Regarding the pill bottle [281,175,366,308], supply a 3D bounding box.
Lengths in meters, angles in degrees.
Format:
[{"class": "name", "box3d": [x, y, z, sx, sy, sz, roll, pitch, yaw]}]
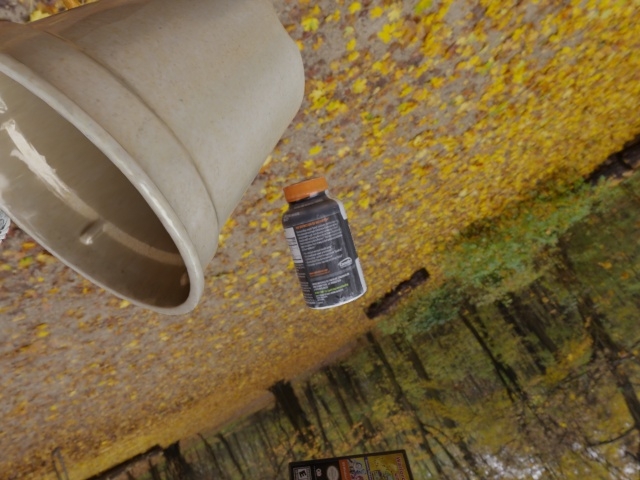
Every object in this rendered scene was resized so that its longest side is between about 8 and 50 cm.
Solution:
[{"class": "pill bottle", "box3d": [0.000, 0.000, 0.937, 0.130, 0.246, 0.130, -16, -173, 2]}]

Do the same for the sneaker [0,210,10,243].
[{"class": "sneaker", "box3d": [-0.678, -0.003, 0.865, 0.225, 0.088, 0.093, -54, 151, -45]}]

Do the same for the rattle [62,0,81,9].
[{"class": "rattle", "box3d": [-0.432, -0.526, 0.854, 0.130, 0.142, 0.200, -23, -142, 58]}]

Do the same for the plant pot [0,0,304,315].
[{"class": "plant pot", "box3d": [-0.185, -0.140, 0.540, 0.305, 0.333, 0.334, -56, 180, -34]}]

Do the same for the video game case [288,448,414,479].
[{"class": "video game case", "box3d": [0.075, 0.542, 0.883, 0.248, 0.275, 0.035, -3, 130, -8]}]
